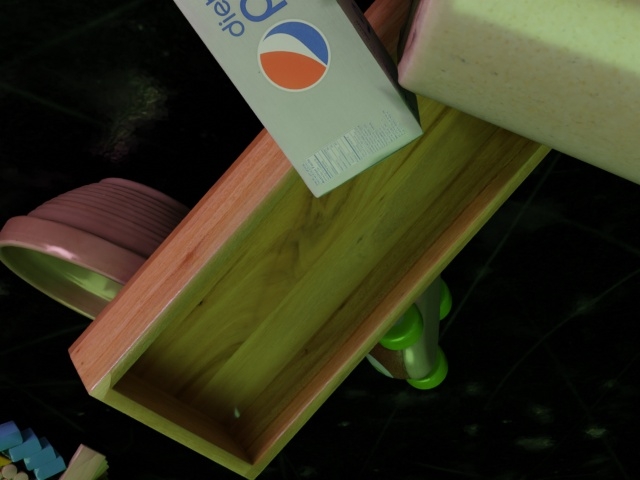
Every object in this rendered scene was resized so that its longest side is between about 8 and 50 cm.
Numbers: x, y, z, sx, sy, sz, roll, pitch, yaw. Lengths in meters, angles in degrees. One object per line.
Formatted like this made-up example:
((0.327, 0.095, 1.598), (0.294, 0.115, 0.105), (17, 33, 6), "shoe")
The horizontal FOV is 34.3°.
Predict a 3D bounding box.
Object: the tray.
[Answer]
((0.000, 0.000, 0.886), (0.411, 0.076, 0.203), (-49, 130, 2), "tray")

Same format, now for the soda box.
((-0.044, -0.175, 0.700), (0.091, 0.098, 0.286), (-32, 108, 14), "soda box")

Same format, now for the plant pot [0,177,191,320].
((-0.182, 0.016, 1.003), (0.237, 0.110, 0.237), (22, 161, 8), "plant pot")

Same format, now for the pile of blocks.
((-0.399, 0.326, 1.459), (0.362, 0.149, 0.112), (39, 171, -29), "pile of blocks")

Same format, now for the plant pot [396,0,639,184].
((0.222, -0.172, 0.675), (0.305, 0.334, 0.334), (15, 141, -2), "plant pot")

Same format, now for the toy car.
((0.032, 0.074, 1.108), (0.188, 0.149, 0.155), (-2, 154, 19), "toy car")
